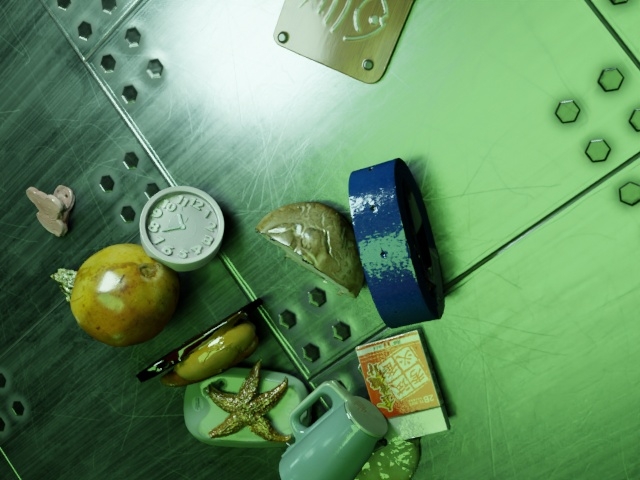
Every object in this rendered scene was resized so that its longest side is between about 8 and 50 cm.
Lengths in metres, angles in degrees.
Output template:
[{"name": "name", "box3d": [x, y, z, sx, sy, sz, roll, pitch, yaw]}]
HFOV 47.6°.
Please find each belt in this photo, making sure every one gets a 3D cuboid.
[{"name": "belt", "box3d": [0.161, 0.007, 1.528, 0.117, 0.212, 0.346, -15, 89, 22]}]

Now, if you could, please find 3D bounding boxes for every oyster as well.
[{"name": "oyster", "box3d": [-0.647, 0.137, 1.954, 0.166, 0.053, 0.108, 23, 117, 9]}]

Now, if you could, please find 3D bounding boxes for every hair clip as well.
[{"name": "hair clip", "box3d": [-0.714, -0.075, 1.917, 0.123, 0.102, 0.138, 27, 108, 19]}]

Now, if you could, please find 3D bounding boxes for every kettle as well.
[{"name": "kettle", "box3d": [0.019, 0.452, 1.647, 0.210, 0.160, 0.243, 44, 111, 20]}]

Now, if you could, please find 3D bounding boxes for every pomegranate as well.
[{"name": "pomegranate", "box3d": [-0.479, 0.133, 1.778, 0.264, 0.264, 0.264, 4, 100, 21]}]

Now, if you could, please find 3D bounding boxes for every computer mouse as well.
[{"name": "computer mouse", "box3d": [-0.182, 0.412, 1.791, 0.331, 0.095, 0.197, 3, 90, 11]}]

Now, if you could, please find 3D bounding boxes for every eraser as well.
[{"name": "eraser", "box3d": [0.186, 0.332, 1.645, 0.157, 0.038, 0.230, -20, 81, 22]}]

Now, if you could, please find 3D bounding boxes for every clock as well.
[{"name": "clock", "box3d": [-0.330, -0.029, 1.730, 0.197, 0.068, 0.196, 4, 70, -11]}]

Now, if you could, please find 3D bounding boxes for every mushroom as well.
[{"name": "mushroom", "box3d": [0.000, 0.000, 1.647, 0.286, 0.156, 0.151, 35, 81, 12]}]

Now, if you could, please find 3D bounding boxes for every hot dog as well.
[{"name": "hot dog", "box3d": [-0.265, 0.273, 1.756, 0.326, 0.194, 0.107, -31, 92, 18]}]

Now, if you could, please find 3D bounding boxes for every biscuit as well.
[{"name": "biscuit", "box3d": [0.122, 0.549, 1.721, 0.290, 0.038, 0.141, -28, 88, 23]}]

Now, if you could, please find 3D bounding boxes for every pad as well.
[{"name": "pad", "box3d": [0.057, -0.520, 1.590, 0.284, 0.018, 0.286, 27, 109, 15]}]

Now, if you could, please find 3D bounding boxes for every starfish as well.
[{"name": "starfish", "box3d": [-0.167, 0.400, 1.725, 0.240, 0.043, 0.227, 35, 95, 6]}]
